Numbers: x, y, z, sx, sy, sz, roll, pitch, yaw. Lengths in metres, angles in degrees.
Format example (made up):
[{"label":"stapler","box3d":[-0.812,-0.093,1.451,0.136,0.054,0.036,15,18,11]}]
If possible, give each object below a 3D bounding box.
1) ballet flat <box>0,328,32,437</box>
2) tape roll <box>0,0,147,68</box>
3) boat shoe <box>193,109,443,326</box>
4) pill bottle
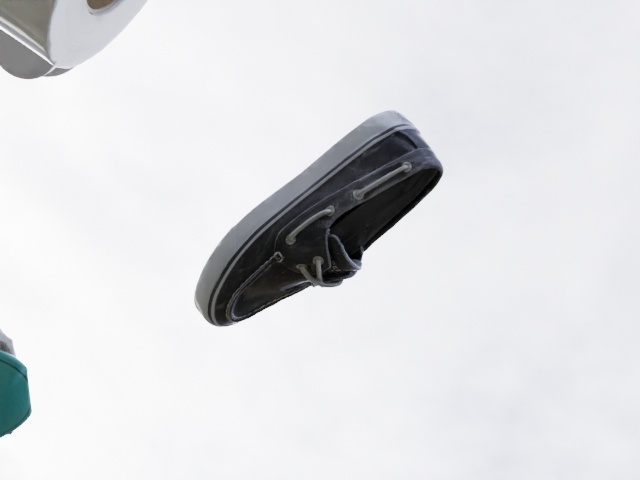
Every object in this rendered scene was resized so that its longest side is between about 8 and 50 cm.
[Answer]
[{"label":"ballet flat","box3d":[-0.431,0.098,1.119,0.408,0.147,0.147,0,-28,-35]},{"label":"tape roll","box3d":[-0.235,-0.323,1.473,0.100,0.286,0.286,35,-42,7]},{"label":"boat shoe","box3d":[0.000,0.000,1.466,0.301,0.102,0.108,-40,-34,6]},{"label":"pill bottle","box3d":[-0.319,-0.257,1.694,0.112,0.187,0.112,4,-67,11]}]
